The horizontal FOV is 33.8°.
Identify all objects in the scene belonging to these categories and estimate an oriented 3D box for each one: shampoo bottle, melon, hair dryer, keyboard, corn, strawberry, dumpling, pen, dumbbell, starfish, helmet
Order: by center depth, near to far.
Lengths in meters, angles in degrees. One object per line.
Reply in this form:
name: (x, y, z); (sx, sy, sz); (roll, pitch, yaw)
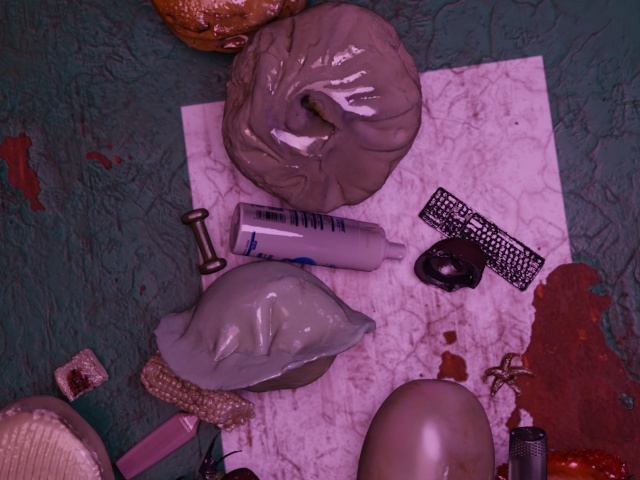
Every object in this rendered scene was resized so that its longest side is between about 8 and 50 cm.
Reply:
hair dryer: (0.269, 0.488, 1.665); (0.284, 0.156, 0.320); (-23, 114, -32)
melon: (0.173, 0.385, 1.736); (0.223, 0.223, 0.316); (7, 85, 4)
dumpling: (-0.084, 0.168, 1.783); (0.321, 0.212, 0.270); (-34, 48, 13)
strawberry: (0.422, 0.427, 1.786); (0.228, 0.098, 0.174); (-2, 108, 23)
shampoo bottle: (0.000, 0.000, 1.807); (0.304, 0.092, 0.092); (9, 87, -16)
helmet: (0.229, 0.034, 1.820); (0.123, 0.098, 0.070); (0, 44, 37)
corn: (-0.217, 0.265, 1.822); (0.211, 0.087, 0.087); (30, 89, 16)
starfish: (0.328, 0.234, 1.831); (0.091, 0.028, 0.078); (-5, 92, 1)
keyboard: (0.284, -0.004, 1.850); (0.231, 0.023, 0.072); (36, 87, 5)
pen: (-0.273, 0.350, 1.862); (0.197, 0.032, 0.053); (-35, 84, 4)
dumbbell: (-0.207, 0.002, 1.869); (0.052, 0.046, 0.117); (-21, 86, -3)

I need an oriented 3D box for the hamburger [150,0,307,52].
hamburger: (-0.160, -0.477, 1.831); (0.290, 0.170, 0.314); (-12, 90, 6)

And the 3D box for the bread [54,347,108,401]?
bread: (-0.428, 0.239, 1.876); (0.083, 0.035, 0.070); (-31, 84, 4)

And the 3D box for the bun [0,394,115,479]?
bun: (-0.483, 0.411, 1.815); (0.288, 0.146, 0.287); (0, 90, 3)

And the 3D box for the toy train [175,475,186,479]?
toy train: (-0.249, 0.560, 1.814); (0.161, 0.100, 0.296); (-24, 86, 0)

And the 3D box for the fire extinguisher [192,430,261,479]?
fire extinguisher: (-0.097, 0.488, 1.798); (0.337, 0.114, 0.135); (46, 106, 5)

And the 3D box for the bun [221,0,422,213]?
bun: (0.005, -0.215, 1.743); (0.360, 0.211, 0.359); (0, 114, 0)
